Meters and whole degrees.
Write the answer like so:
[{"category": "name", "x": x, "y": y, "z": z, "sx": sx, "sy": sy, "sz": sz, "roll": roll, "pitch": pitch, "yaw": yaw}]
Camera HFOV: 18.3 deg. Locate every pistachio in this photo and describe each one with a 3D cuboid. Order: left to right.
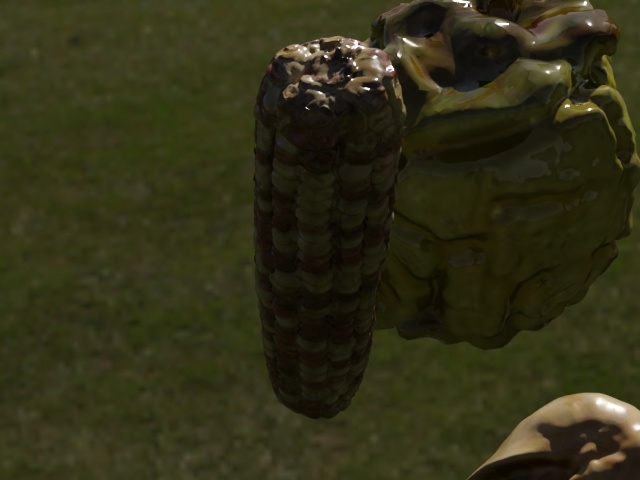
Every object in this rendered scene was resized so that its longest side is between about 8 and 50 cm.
[{"category": "pistachio", "x": 0.293, "y": 0.314, "z": 2.355, "sx": 0.238, "sy": 0.229, "sz": 0.321, "roll": 25, "pitch": -48, "yaw": -35}]

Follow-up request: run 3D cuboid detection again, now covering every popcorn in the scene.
[{"category": "popcorn", "x": 0.107, "y": -0.064, "z": 1.460, "sx": 0.293, "sy": 0.237, "sz": 0.293, "roll": -9, "pitch": 37, "yaw": 7}]

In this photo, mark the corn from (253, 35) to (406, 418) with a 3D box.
[{"category": "corn", "x": 0.000, "y": 0.000, "z": 1.027, "sx": 0.080, "sy": 0.237, "sz": 0.079, "roll": 2, "pitch": 45, "yaw": -2}]
